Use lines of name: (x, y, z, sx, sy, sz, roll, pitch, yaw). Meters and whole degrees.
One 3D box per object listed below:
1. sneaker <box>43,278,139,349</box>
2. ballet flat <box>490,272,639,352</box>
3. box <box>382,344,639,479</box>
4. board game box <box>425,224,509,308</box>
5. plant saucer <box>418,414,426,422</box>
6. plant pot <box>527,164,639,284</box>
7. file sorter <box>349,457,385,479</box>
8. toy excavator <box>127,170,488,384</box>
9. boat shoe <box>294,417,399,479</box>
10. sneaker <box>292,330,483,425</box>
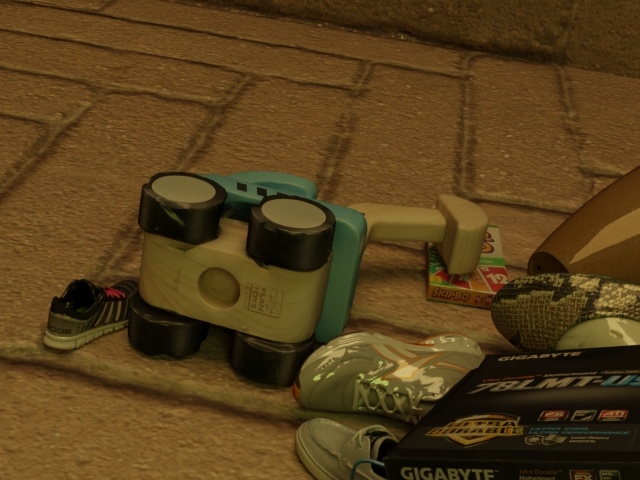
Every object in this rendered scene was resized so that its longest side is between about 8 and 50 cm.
sneaker: (-0.291, 0.080, 1.293, 0.063, 0.074, 0.170, 23, 31, 27)
ballet flat: (0.459, 0.160, 1.262, 0.483, 0.164, 0.182, 13, 33, 2)
box: (0.252, 0.174, 0.933, 0.296, 0.073, 0.293, -7, 12, 31)
board game box: (0.231, 0.027, 1.582, 0.124, 0.039, 0.259, 8, 25, 1)
plant saucer: (0.176, 0.248, 1.084, 0.168, 0.029, 0.168, 28, 5, -3)
plant pot: (0.444, 0.024, 1.466, 0.254, 0.237, 0.237, -20, 37, -21)
file sorter: (0.049, 0.303, 0.926, 0.118, 0.104, 0.170, 16, 29, 16)
toy excavator: (0.000, 0.000, 1.376, 0.433, 0.222, 0.445, 14, 26, 10)
boat shoe: (0.067, 0.242, 1.070, 0.228, 0.081, 0.079, 29, 34, 34)
sneaker: (0.100, 0.179, 1.192, 0.263, 0.099, 0.121, -4, 34, -19)
